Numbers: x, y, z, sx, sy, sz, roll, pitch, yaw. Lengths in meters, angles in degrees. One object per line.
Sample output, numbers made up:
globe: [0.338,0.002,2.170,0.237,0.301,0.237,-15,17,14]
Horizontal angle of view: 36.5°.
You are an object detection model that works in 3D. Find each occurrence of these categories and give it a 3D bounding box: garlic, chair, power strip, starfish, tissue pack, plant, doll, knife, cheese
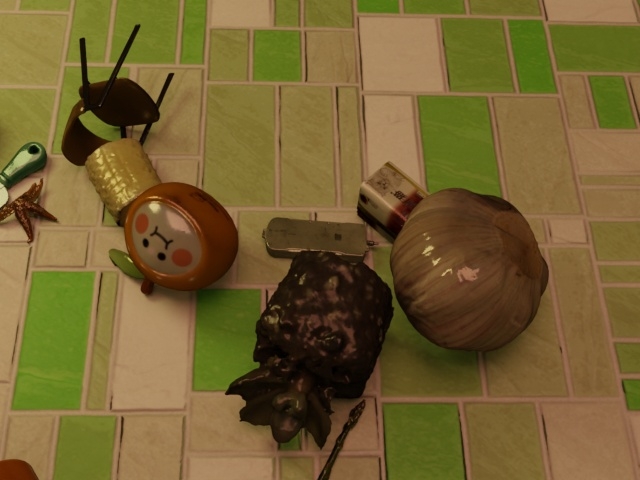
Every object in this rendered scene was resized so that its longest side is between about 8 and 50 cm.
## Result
garlic: [0.251,0.057,1.713,0.317,0.259,0.318,22,49,-29]
chair: [-0.414,-0.276,1.945,0.172,0.159,0.247,-9,58,17]
power strip: [0.000,0.000,1.874,0.226,0.029,0.080,4,55,0]
starfish: [-0.582,-0.056,1.868,0.130,0.041,0.133,-18,60,-13]
tissue pack: [0.153,-0.058,1.874,0.099,0.106,0.148,-40,67,-23]
plant: [-0.014,0.191,1.643,0.215,0.213,0.312,24,58,9]
doll: [-0.270,0.014,1.776,0.213,0.236,0.213,33,23,-16]
knife: [-0.634,-0.094,1.902,0.063,0.035,0.260,36,68,11]
cheese: [-0.375,-0.111,1.888,0.123,0.094,0.167,-29,59,-9]

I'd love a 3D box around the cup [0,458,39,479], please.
cup: [-0.435,0.470,1.484,0.226,0.182,0.264,-2,43,-45]

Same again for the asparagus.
asparagus: [0.021,0.368,1.645,0.023,0.022,0.233,-6,45,48]
